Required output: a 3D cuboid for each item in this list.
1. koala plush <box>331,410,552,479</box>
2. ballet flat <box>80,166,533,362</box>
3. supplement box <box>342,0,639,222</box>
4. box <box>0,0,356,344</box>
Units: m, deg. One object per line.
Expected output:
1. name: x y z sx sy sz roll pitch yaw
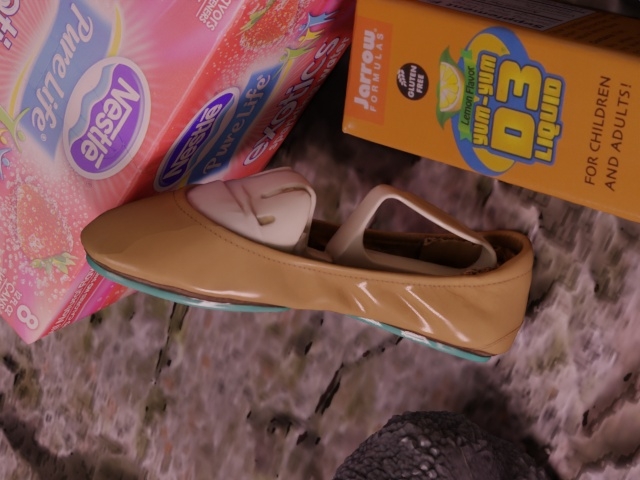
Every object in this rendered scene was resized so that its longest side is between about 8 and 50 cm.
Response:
1. koala plush: 0.020 0.208 0.881 0.221 0.196 0.203 -26 80 40
2. ballet flat: 0.000 0.000 0.811 0.073 0.232 0.080 -68 26 19
3. supplement box: 0.125 -0.060 0.758 0.233 0.080 0.078 19 116 32
4. box: -0.088 -0.108 0.846 0.142 0.154 0.300 46 127 13
